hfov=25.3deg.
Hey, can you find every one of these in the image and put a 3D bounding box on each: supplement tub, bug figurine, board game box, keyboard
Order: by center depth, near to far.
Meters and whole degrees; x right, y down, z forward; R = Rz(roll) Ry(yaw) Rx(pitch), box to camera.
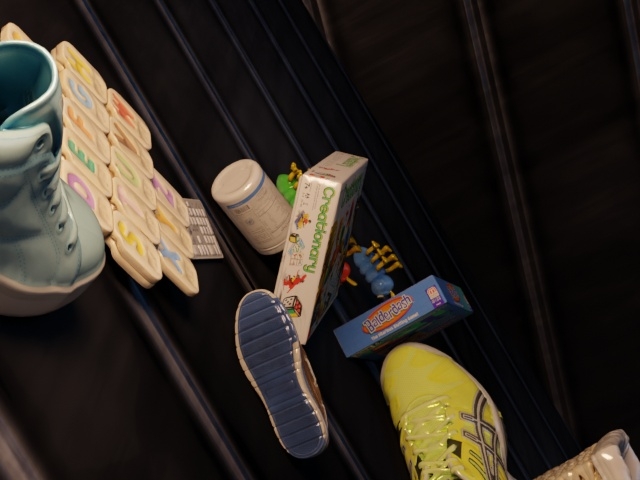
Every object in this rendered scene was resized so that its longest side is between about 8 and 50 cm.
[{"bbox_3d":[-0.152,-0.013,1.491,0.072,0.014,0.256,62,11,6],"label":"keyboard"},{"bbox_3d":[-0.079,-0.041,1.749,0.107,0.071,0.071,53,13,-37],"label":"supplement tub"},{"bbox_3d":[0.000,0.000,1.754,0.305,0.053,0.193,-50,153,-78],"label":"board game box"},{"bbox_3d":[0.121,0.114,2.022,0.047,0.160,0.210,63,10,14],"label":"board game box"},{"bbox_3d":[0.022,-0.004,2.110,0.216,0.072,0.279,58,14,19],"label":"bug figurine"}]

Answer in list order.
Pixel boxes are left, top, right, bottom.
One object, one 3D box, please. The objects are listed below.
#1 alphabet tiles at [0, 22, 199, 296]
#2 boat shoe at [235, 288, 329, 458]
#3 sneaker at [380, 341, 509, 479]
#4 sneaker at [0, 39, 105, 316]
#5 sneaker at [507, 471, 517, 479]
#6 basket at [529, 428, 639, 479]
[{"bbox_3d":[-0.204,-0.078,1.351,0.278,0.021,0.284,48,16,-32],"label":"alphabet tiles"},{"bbox_3d":[-0.040,0.141,1.495,0.066,0.066,0.183,33,39,-77],"label":"boat shoe"},{"bbox_3d":[0.181,0.293,1.882,0.147,0.145,0.385,41,20,-59],"label":"sneaker"},{"bbox_3d":[-0.213,-0.052,0.951,0.135,0.150,0.366,66,12,22],"label":"sneaker"},{"bbox_3d":[0.345,0.449,2.377,0.237,0.086,0.085,55,14,-20],"label":"sneaker"},{"bbox_3d":[0.391,0.477,2.029,0.331,0.266,0.328,61,11,10],"label":"basket"}]
